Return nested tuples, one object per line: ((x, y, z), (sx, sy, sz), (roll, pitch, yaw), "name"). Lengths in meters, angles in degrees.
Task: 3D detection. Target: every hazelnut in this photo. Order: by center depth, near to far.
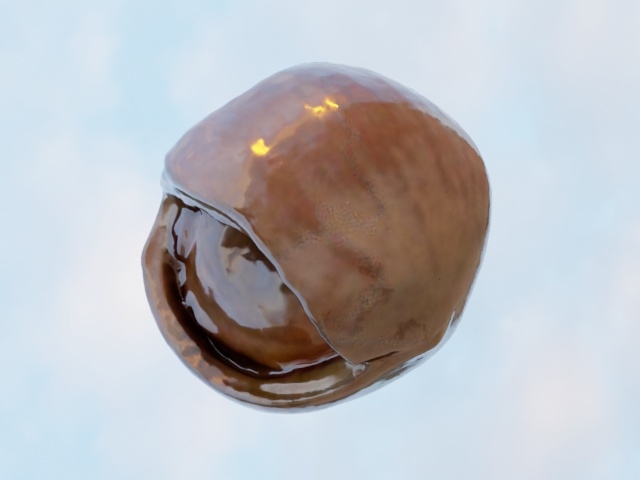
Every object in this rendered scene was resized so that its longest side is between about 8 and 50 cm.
((0.000, 0.000, 0.462), (0.086, 0.086, 0.086), (-15, -71, -52), "hazelnut")
